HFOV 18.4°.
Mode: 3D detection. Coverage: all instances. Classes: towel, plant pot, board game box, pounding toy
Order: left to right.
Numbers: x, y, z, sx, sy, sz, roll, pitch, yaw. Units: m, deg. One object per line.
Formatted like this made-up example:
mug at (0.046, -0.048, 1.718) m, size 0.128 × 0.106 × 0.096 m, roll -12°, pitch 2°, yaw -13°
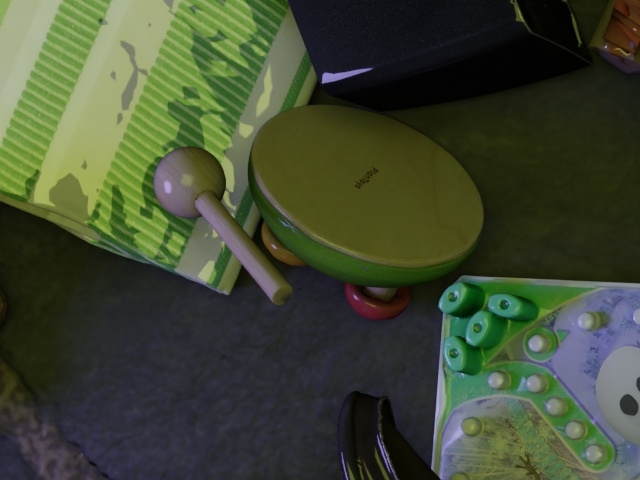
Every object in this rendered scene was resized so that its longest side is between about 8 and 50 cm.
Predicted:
towel at (-0.174, -0.126, 1.514) m, size 0.325 × 0.038 × 0.247 m, roll 23°, pitch 87°, yaw -7°
pounding toy at (0.000, 0.000, 1.474) m, size 0.237 × 0.110 × 0.183 m, roll -12°, pitch 49°, yaw -37°
plant pot at (0.073, -0.192, 1.468) m, size 0.167 × 0.188 × 0.187 m, roll -24°, pitch 79°, yaw 20°
board game box at (0.254, 0.224, 1.410) m, size 0.390 × 0.050 × 0.389 m, roll 2°, pitch 84°, yaw 23°

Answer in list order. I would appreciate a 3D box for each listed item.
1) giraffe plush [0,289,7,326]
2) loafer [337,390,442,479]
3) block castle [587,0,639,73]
giraffe plush at (-0.324, 0.026, 1.466) m, size 0.181 × 0.170 × 0.210 m, roll 2°, pitch 76°, yaw -8°
loafer at (0.078, 0.206, 1.426) m, size 0.078 × 0.080 × 0.220 m, roll -24°, pitch 78°, yaw 10°
block castle at (0.427, -0.162, 1.368) m, size 0.453 × 0.303 × 0.212 m, roll 24°, pitch 86°, yaw 6°
